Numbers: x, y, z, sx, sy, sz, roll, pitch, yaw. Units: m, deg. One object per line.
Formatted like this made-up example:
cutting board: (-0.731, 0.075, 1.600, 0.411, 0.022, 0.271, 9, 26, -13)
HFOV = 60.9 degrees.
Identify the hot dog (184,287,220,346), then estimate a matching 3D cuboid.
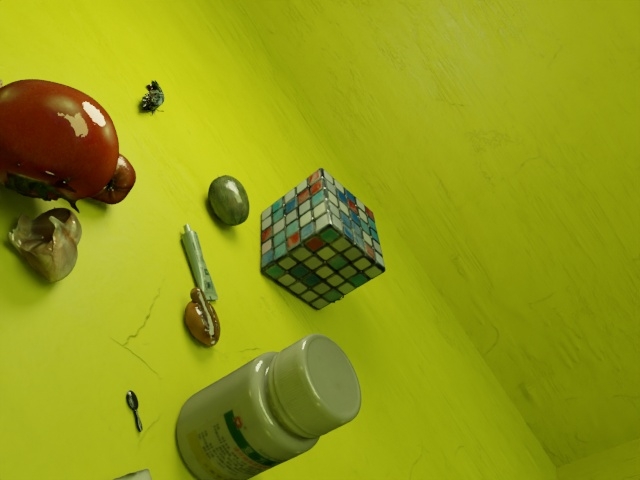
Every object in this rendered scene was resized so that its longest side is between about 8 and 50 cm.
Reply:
hot dog: (-0.279, 0.182, 1.295, 0.090, 0.060, 0.140, 24, 36, -57)

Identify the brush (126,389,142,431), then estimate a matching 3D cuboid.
brush: (-0.354, 0.325, 1.040, 0.024, 0.008, 0.083, 18, 44, -59)

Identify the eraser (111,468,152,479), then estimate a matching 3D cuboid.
eraser: (-0.297, 0.505, 0.820, 0.174, 0.095, 0.270, 7, 53, -59)

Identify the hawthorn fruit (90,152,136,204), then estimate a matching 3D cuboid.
hawthorn fruit: (-0.495, -0.149, 1.247, 0.140, 0.125, 0.125, 29, 14, 24)

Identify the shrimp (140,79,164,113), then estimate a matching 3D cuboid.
shrimp: (-0.493, -0.430, 1.636, 0.076, 0.082, 0.174, 37, 23, -28)

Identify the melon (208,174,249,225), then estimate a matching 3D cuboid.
melon: (-0.273, -0.123, 1.618, 0.114, 0.114, 0.167, -5, 66, -63)

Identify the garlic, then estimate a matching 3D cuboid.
garlic: (-0.514, -0.005, 1.054, 0.174, 0.099, 0.124, -94, 164, -50)

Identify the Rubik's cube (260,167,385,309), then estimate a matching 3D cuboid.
Rubik's cube: (0.000, 0.000, 1.761, 0.293, 0.292, 0.286, 37, 30, -33)

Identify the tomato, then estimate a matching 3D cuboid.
tomato: (-0.519, -0.185, 1.042, 0.256, 0.256, 0.224, 25, 74, -49)

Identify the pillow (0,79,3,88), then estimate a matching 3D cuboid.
pillow: (-0.689, -0.320, 1.127, 0.232, 0.043, 0.126, 52, 4, -24)

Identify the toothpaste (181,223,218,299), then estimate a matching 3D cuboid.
toothpaste: (-0.318, 0.055, 1.411, 0.064, 0.041, 0.218, 14, 50, -64)

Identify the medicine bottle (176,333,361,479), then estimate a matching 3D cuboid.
medicine bottle: (-0.102, 0.338, 1.087, 0.208, 0.340, 0.208, 41, 29, -29)
